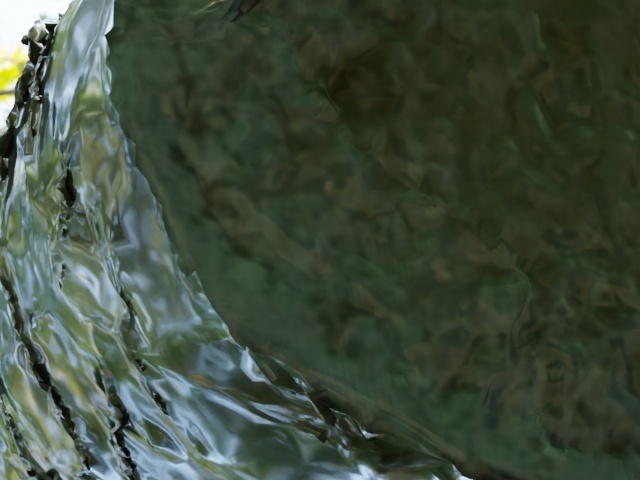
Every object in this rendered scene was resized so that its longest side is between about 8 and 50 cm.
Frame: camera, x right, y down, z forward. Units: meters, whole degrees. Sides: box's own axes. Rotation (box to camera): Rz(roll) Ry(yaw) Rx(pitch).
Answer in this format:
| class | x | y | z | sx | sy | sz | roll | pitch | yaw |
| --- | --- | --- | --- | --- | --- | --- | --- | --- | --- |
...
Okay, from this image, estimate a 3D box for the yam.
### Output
| class | x | y | z | sx | sy | sz | roll | pitch | yaw |
| --- | --- | --- | --- | --- | --- | --- | --- | --- | --- |
| yam | -0.004 | 0.003 | 0.445 | 0.201 | 0.271 | 0.202 | -8 | -105 | -20 |
